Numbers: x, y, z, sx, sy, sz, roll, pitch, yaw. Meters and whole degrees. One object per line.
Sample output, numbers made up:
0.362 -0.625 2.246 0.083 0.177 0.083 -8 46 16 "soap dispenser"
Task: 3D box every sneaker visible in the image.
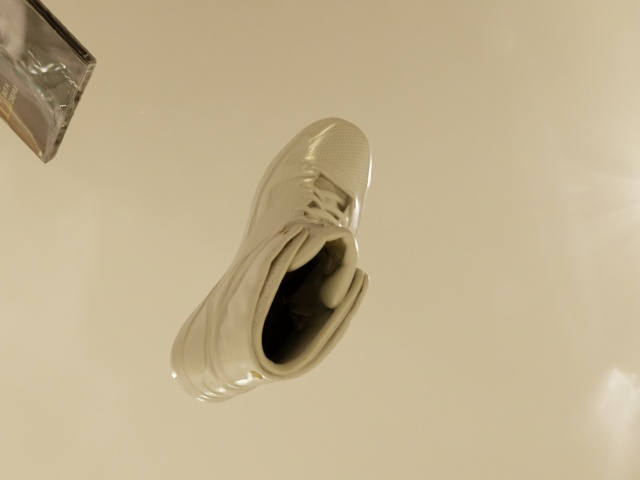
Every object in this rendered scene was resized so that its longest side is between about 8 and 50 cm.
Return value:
0.000 0.000 0.751 0.108 0.169 0.293 36 -117 -18 "sneaker"

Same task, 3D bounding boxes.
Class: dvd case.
-0.301 -0.190 0.814 0.221 0.164 0.018 47 -128 0 "dvd case"
